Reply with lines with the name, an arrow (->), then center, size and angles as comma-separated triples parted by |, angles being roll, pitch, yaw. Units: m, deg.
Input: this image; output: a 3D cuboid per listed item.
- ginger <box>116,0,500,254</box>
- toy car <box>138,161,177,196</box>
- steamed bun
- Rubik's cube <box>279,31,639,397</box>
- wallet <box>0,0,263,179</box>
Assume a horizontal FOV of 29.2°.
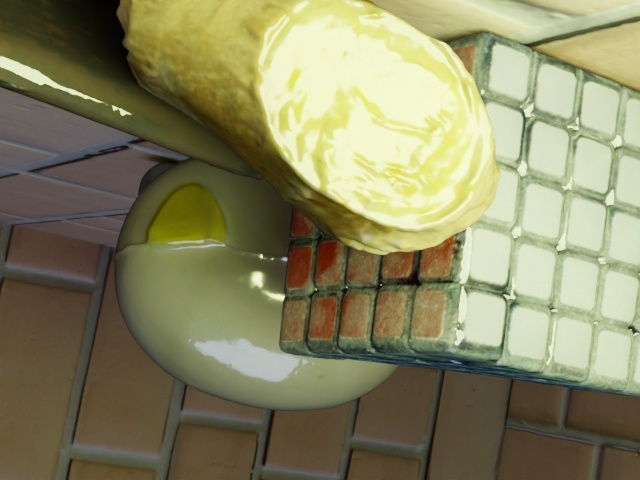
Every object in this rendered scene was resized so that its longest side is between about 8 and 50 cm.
ginger -> -0.012, -0.094, 0.793 | 0.275, 0.130, 0.221 | 46, 167, -26
toy car -> -0.195, -0.062, 1.700 | 0.112, 0.112, 0.139 | 32, 153, -29
steamed bun -> -0.058, 0.047, 1.460 | 0.374, 0.334, 0.334 | 12, 173, -12
Rubik's cube -> 0.130, -0.008, 0.983 | 0.237, 0.238, 0.237 | 13, 171, -34
wallet -> -0.175, -0.135, 0.824 | 0.309, 0.042, 0.165 | 17, -149, -39
